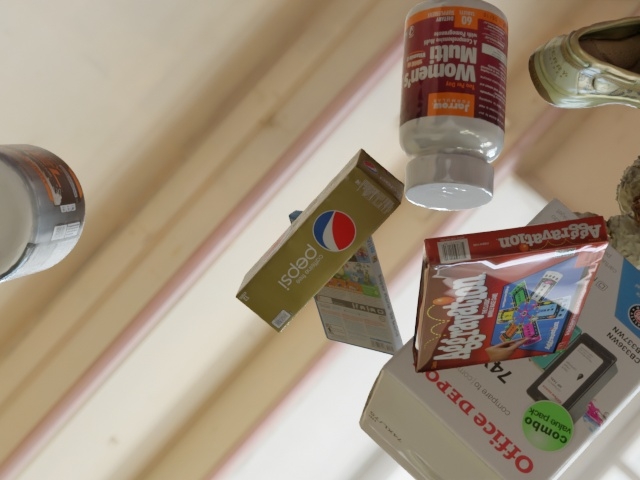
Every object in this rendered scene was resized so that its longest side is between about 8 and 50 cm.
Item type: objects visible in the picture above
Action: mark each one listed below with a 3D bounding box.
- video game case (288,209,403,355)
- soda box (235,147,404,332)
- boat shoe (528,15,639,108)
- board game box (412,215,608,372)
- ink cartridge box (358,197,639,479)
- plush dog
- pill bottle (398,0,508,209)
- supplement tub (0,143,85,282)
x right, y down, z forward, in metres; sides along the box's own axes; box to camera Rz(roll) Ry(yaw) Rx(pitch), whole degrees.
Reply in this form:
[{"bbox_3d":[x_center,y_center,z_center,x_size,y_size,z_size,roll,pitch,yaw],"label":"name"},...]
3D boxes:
[{"bbox_3d":[0.029,0.048,1.808,0.119,0.015,0.166,11,126,46],"label":"video game case"},{"bbox_3d":[0.000,0.000,1.538,0.058,0.181,0.061,41,-161,-8],"label":"soda box"},{"bbox_3d":[0.373,-0.207,1.844,0.089,0.285,0.105,-38,68,55],"label":"boat shoe"},{"bbox_3d":[0.156,0.052,1.388,0.281,0.145,0.027,86,177,-68],"label":"board game box"},{"bbox_3d":[0.207,0.141,1.668,0.198,0.270,0.197,42,158,12],"label":"ink cartridge box"},{"bbox_3d":[0.452,-0.025,2.011,0.210,0.262,0.225,46,143,11],"label":"plush dog"},{"bbox_3d":[0.150,-0.154,1.832,0.121,0.221,0.121,4,163,1],"label":"pill bottle"},{"bbox_3d":[-0.271,-0.025,1.380,0.117,0.117,0.190,42,-172,2],"label":"supplement tub"}]
